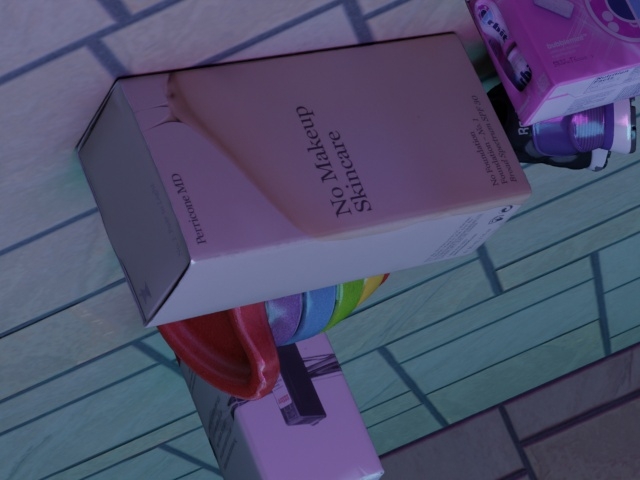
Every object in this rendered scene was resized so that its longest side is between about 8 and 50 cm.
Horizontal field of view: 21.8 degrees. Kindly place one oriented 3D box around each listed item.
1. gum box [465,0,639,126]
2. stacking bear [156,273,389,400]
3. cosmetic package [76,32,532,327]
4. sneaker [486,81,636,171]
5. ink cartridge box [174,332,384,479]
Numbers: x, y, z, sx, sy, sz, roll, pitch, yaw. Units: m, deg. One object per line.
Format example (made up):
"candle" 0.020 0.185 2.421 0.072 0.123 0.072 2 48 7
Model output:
"gum box" 0.204 -0.159 1.196 0.188 0.107 0.062 -16 161 -22
"stacking bear" 0.000 0.000 1.461 0.289 0.175 0.164 -23 -161 -35
"cosmetic package" -0.010 -0.052 1.284 0.309 0.160 0.113 -13 159 -33
"sneaker" 0.191 -0.114 1.444 0.124 0.107 0.283 -5 178 2
"ink cartridge box" -0.053 0.146 1.615 0.114 0.272 0.197 -18 162 -15
